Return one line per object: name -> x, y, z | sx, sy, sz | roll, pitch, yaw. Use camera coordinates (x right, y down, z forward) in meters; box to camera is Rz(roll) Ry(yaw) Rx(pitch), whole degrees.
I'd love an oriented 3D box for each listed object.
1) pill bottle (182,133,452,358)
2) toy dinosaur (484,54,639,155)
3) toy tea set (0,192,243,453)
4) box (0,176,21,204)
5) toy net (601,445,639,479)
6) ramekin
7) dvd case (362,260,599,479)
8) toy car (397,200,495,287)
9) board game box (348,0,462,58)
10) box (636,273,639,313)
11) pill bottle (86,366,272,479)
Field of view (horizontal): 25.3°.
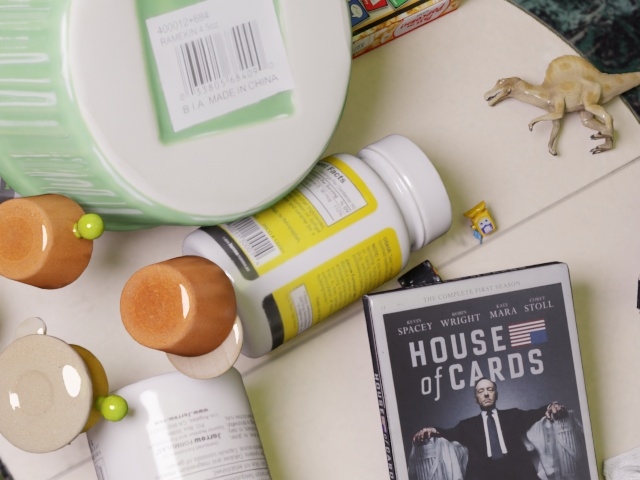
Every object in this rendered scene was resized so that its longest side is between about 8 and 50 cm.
pill bottle -> 0.000, 0.000, 1.202 | 0.208, 0.119, 0.119 | -29, 81, -18
toy dinosaur -> 0.249, -0.132, 1.328 | 0.183, 0.053, 0.092 | -8, 73, -14
toy tea set -> -0.214, 0.048, 1.088 | 0.336, 0.124, 0.200 | 22, 95, 20
box -> -0.304, -0.103, 1.214 | 0.186, 0.038, 0.145 | 3, 72, -12
toy net -> 0.365, 0.203, 1.252 | 0.232, 0.045, 0.122 | 11, 71, -8
ramekin -> -0.118, -0.151, 1.118 | 0.303, 0.148, 0.303 | -6, 99, -38
dvd case -> 0.139, 0.149, 1.198 | 0.179, 0.029, 0.238 | -9, 93, -14
toy car -> 0.122, 0.022, 1.256 | 0.122, 0.060, 0.040 | -41, 116, -13
board game box -> 0.017, -0.244, 1.320 | 0.193, 0.045, 0.147 | -27, 80, -18
box -> 0.489, -0.084, 1.285 | 0.318, 0.097, 0.395 | 14, 70, 17
pill bottle -> -0.095, 0.223, 1.106 | 0.131, 0.131, 0.229 | -13, 76, -15
